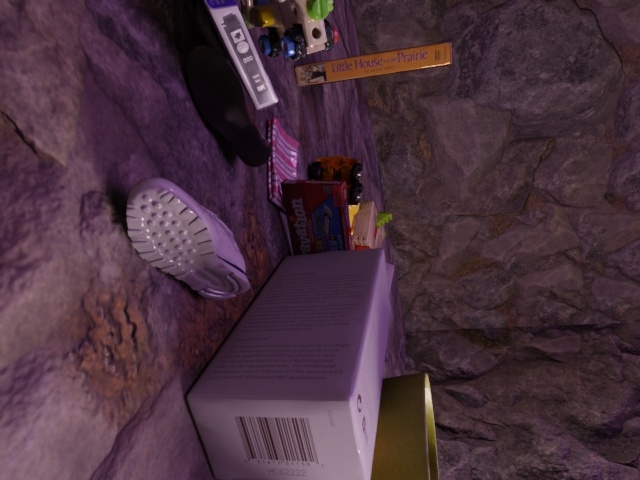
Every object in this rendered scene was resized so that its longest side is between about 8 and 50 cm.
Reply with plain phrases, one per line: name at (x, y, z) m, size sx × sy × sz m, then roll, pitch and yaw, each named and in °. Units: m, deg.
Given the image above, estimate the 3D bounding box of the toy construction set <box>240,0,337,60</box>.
toy construction set at (-0.073, -0.411, 0.679) m, size 0.327 × 0.151 × 0.215 m, roll -117°, pitch -169°, yaw -57°

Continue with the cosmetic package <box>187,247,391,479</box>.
cosmetic package at (-0.009, 0.179, 0.745) m, size 0.453 × 0.230 × 0.161 m, roll -60°, pitch 142°, yaw -63°

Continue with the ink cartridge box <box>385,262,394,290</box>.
ink cartridge box at (0.195, 0.243, 1.552) m, size 0.296 × 0.066 × 0.261 m, roll -50°, pitch 157°, yaw -69°

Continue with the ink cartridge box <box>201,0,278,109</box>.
ink cartridge box at (-0.144, -0.334, 0.633) m, size 0.206 × 0.045 × 0.208 m, roll 63°, pitch 0°, yaw 39°

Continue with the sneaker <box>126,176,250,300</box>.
sneaker at (-0.167, -0.009, 0.546) m, size 0.235 × 0.090 × 0.094 m, roll 68°, pitch 9°, yaw -54°

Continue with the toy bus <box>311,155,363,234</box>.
toy bus at (0.047, -0.111, 1.234) m, size 0.211 × 0.149 × 0.220 m, roll 87°, pitch 6°, yaw -47°

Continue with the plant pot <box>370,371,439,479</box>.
plant pot at (0.066, 0.399, 0.808) m, size 0.275 × 0.294 × 0.274 m, roll -6°, pitch 90°, yaw -74°

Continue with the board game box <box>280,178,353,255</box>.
board game box at (0.000, 0.000, 0.945) m, size 0.027 × 0.145 × 0.281 m, roll -50°, pitch 138°, yaw -51°

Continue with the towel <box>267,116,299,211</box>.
towel at (-0.083, -0.164, 0.969) m, size 0.144 × 0.029 × 0.197 m, roll 31°, pitch 55°, yaw -70°

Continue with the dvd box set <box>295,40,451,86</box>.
dvd box set at (0.165, -0.522, 1.256) m, size 0.307 × 0.420 × 0.062 m, roll -60°, pitch 144°, yaw -66°

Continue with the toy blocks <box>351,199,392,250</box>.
toy blocks at (0.144, 0.029, 1.502) m, size 0.381 × 0.191 × 0.261 m, roll 47°, pitch 51°, yaw -66°

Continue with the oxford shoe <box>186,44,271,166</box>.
oxford shoe at (-0.156, -0.219, 0.693) m, size 0.076 × 0.076 × 0.212 m, roll 57°, pitch -6°, yaw 46°
